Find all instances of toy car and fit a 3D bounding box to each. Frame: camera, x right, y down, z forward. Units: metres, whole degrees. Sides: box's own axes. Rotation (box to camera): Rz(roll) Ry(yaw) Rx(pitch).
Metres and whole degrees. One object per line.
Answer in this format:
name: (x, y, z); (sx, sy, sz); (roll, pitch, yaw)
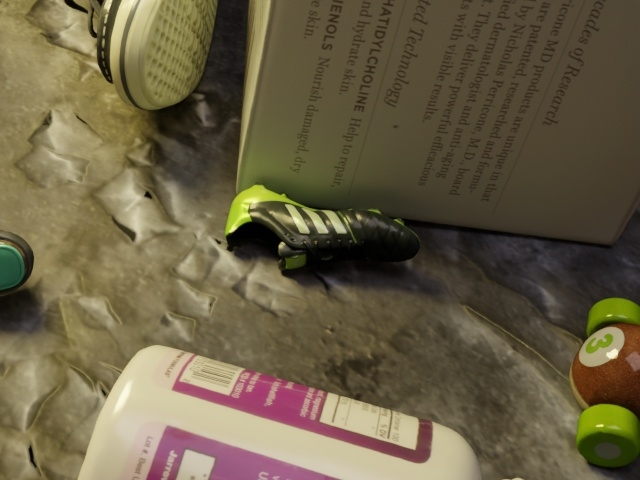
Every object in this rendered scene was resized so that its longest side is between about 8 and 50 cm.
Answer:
toy car: (0.297, 0.081, 0.843); (0.148, 0.188, 0.155); (17, 44, 4)

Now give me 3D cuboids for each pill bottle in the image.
pill bottle: (0.002, 0.186, 0.684); (0.301, 0.169, 0.169); (16, 44, 3)

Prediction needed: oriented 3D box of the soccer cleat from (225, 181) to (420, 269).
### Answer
soccer cleat: (0.000, 0.000, 0.955); (0.178, 0.060, 0.072); (13, 53, 9)

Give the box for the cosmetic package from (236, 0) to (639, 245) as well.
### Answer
cosmetic package: (0.135, -0.237, 1.027); (0.393, 0.327, 0.329); (6, 44, -9)

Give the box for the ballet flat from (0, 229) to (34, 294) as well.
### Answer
ballet flat: (-0.335, 0.022, 0.848); (0.203, 0.074, 0.074); (-6, 47, -10)

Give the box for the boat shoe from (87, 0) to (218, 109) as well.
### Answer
boat shoe: (-0.190, -0.300, 1.125); (0.156, 0.187, 0.500); (3, 40, -3)
